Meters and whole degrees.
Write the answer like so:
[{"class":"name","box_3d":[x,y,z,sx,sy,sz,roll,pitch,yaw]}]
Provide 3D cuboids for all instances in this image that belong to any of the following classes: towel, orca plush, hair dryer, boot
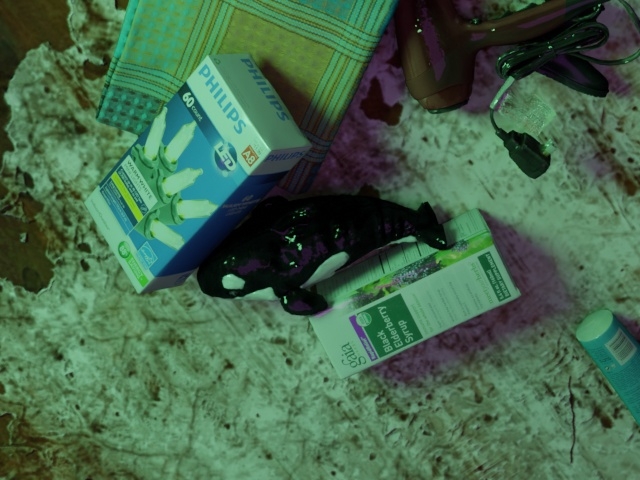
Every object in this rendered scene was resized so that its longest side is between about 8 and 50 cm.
[{"class":"towel","box_3d":[-0.075,-0.230,1.695,0.271,0.040,0.370,20,127,-7]},{"class":"orca plush","box_3d":[0.000,0.000,1.778,0.287,0.102,0.151,-1,67,1]},{"class":"hair dryer","box_3d":[0.192,-0.231,1.754,0.293,0.080,0.223,33,101,-7]},{"class":"boot","box_3d":[0.292,-0.227,1.783,0.121,0.045,0.099,23,110,-5]}]

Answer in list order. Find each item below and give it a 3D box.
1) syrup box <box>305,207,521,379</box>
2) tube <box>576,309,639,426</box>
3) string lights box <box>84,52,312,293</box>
[{"class":"syrup box","box_3d":[0.105,0.063,1.850,0.237,0.096,0.093,-26,110,5]},{"class":"tube","box_3d":[0.394,0.173,1.938,0.080,0.052,0.207,-35,114,14]},{"class":"string lights box","box_3d":[-0.138,-0.072,1.720,0.259,0.077,0.133,-46,69,34]}]
